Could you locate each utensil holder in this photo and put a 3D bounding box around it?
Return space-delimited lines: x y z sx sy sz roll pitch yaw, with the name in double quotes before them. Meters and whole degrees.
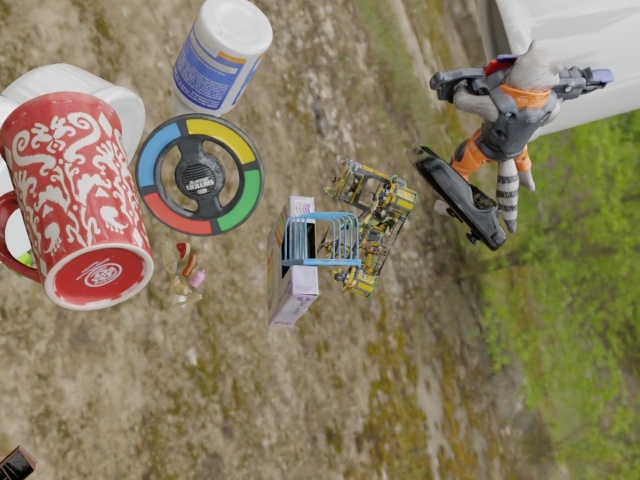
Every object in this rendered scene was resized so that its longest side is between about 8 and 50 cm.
"utensil holder" 0.528 -0.390 1.698 0.327 0.385 0.328 -14 90 -84

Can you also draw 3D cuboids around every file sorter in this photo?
"file sorter" 0.000 0.000 1.797 0.170 0.118 0.105 171 -80 -73

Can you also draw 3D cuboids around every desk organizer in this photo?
"desk organizer" -0.558 0.422 1.546 0.047 0.130 0.050 49 -9 -13

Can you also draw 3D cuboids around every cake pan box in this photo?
"cake pan box" -0.068 0.054 2.094 0.267 0.070 0.246 128 -38 -64

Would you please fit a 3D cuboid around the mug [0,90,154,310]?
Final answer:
"mug" -0.219 -0.020 0.788 0.113 0.150 0.169 3 47 -37

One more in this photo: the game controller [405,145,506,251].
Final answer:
"game controller" 0.194 -0.071 1.329 0.166 0.067 0.319 38 8 -4

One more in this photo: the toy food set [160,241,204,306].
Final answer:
"toy food set" -0.245 0.055 1.611 0.019 0.077 0.122 19 55 -64

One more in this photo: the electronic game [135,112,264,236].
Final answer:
"electronic game" -0.213 -0.113 1.571 0.048 0.229 0.229 -88 157 -66

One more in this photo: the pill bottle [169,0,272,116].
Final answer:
"pill bottle" -0.215 -0.351 1.801 0.152 0.272 0.152 15 54 -21

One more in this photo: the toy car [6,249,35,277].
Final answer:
"toy car" -0.614 -0.050 1.763 0.188 0.155 0.149 39 -23 -5

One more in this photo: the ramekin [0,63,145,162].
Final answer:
"ramekin" -0.393 -0.135 1.305 0.127 0.273 0.273 36 14 8

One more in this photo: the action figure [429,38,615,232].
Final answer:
"action figure" 0.354 -0.188 1.500 0.330 0.341 0.179 94 -17 -49

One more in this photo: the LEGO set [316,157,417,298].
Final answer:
"LEGO set" 0.076 -0.044 2.108 0.255 0.192 0.331 -84 -163 -65

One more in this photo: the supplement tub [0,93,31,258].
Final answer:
"supplement tub" -0.455 -0.106 1.052 0.191 0.272 0.191 -59 167 -22
